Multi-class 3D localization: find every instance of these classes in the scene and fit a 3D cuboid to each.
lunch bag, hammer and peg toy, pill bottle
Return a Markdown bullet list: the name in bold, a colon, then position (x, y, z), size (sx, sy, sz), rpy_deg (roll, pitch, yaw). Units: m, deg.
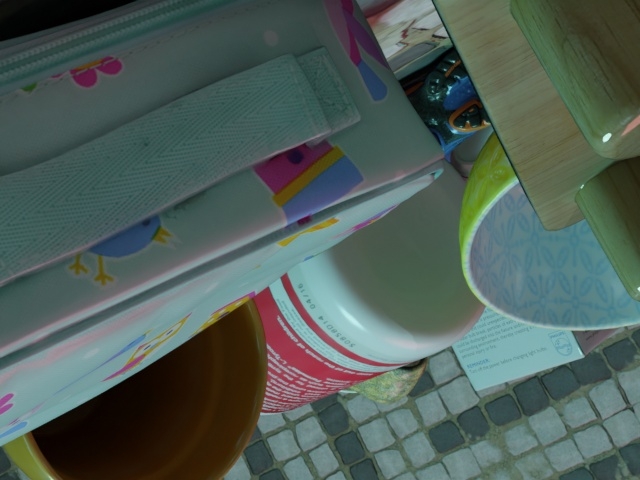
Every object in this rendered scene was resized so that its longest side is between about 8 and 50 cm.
- **lunch bag**: position (-0.103, 0.002, 0.411), size (0.279, 0.108, 0.224), rpy_deg (-28, 175, -31)
- **hammer and peg toy**: position (0.212, -0.129, 0.383), size (0.361, 0.127, 0.266), rpy_deg (-29, 159, 9)
- **pill bottle**: position (-0.026, 0.058, 1.282), size (0.229, 0.229, 0.408), rpy_deg (-27, 178, -40)

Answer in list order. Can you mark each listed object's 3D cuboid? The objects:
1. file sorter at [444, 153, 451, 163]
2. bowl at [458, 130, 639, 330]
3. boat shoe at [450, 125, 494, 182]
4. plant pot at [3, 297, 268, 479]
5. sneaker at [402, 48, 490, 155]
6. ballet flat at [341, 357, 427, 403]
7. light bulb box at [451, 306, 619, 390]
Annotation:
- **file sorter**: position (0.170, -0.063, 1.398), size (0.104, 0.170, 0.118), rpy_deg (20, -155, 26)
- **bowl**: position (0.248, -0.064, 1.010), size (0.289, 0.156, 0.289), rpy_deg (-5, 143, -4)
- **boat shoe**: position (0.205, -0.133, 1.135), size (0.084, 0.095, 0.258), rpy_deg (15, 145, -38)
- **plant pot**: position (-0.176, 0.094, 0.909), size (0.205, 0.205, 0.188), rpy_deg (-27, -166, -36)
- **sneaker**: position (0.089, -0.098, 0.999), size (0.221, 0.083, 0.087), rpy_deg (-27, -179, 24)
- **ballet flat**: position (-0.031, 0.126, 1.604), size (0.123, 0.348, 0.123), rpy_deg (22, 90, -86)
- **light bulb box**: position (0.312, -0.033, 1.734), size (0.358, 0.361, 0.225), rpy_deg (-27, 179, -42)
